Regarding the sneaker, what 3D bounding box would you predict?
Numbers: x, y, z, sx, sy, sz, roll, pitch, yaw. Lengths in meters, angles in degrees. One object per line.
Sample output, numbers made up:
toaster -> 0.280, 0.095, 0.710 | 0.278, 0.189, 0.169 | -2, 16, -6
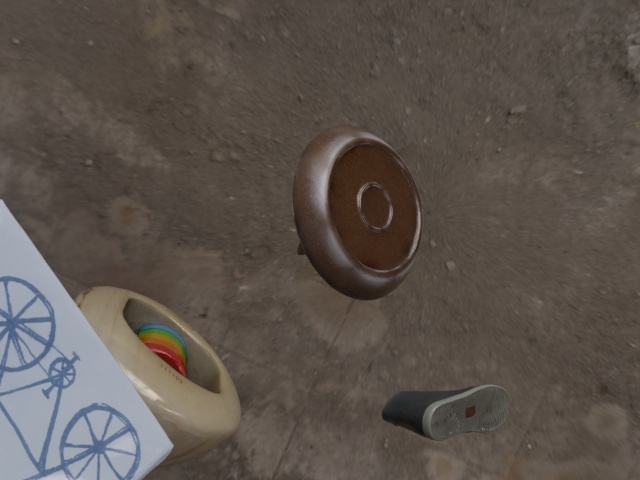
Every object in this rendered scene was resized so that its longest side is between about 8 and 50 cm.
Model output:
sneaker -> 0.213, 0.275, 1.485 | 0.118, 0.222, 0.083 | 6, 93, 49

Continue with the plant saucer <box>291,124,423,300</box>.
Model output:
plant saucer -> 0.081, -0.053, 1.530 | 0.050, 0.311, 0.310 | -14, 90, 45

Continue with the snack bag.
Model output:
snack bag -> -0.325, 0.181, 0.798 | 0.037, 0.342, 0.323 | -13, 114, 45

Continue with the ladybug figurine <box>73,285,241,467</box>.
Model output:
ladybug figurine -> -0.269, 0.209, 1.334 | 0.305, 0.449, 0.162 | 39, 92, -7

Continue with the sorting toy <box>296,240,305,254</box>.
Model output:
sorting toy -> 0.000, 0.000, 1.626 | 0.083, 0.062, 0.012 | -6, 52, -16
